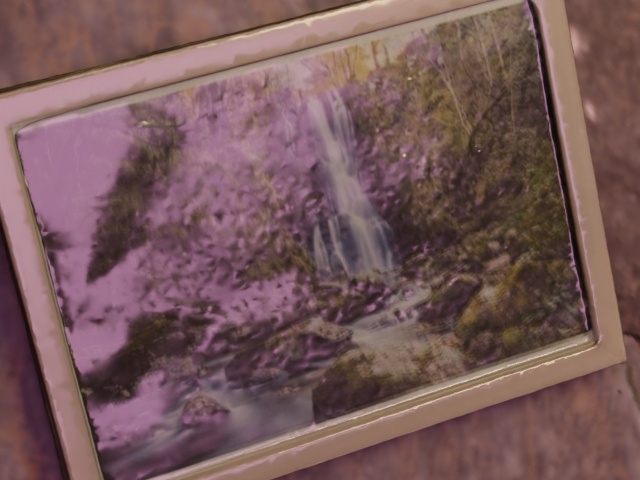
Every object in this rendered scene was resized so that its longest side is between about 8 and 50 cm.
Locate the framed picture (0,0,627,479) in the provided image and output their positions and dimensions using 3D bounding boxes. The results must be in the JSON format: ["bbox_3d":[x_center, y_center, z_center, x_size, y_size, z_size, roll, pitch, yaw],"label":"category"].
[{"bbox_3d":[0.000,0.000,0.919,0.324,0.020,0.241,-15,104,-16],"label":"framed picture"}]
